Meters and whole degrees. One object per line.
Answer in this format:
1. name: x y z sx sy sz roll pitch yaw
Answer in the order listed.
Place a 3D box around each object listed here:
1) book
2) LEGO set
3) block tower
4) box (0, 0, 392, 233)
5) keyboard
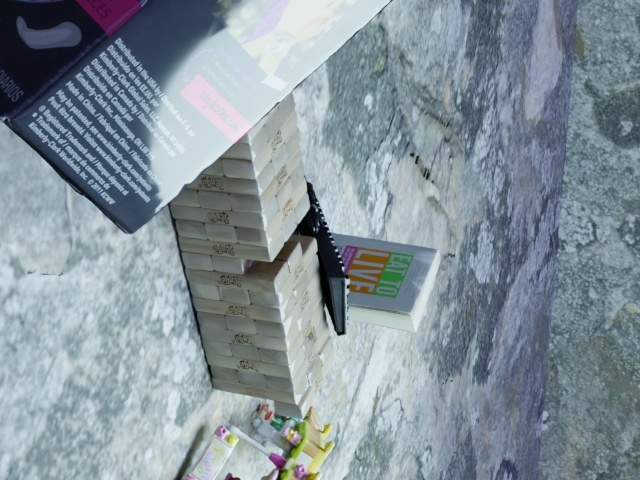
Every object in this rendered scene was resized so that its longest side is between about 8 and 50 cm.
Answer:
1. book: 0.046 0.040 1.215 0.035 0.144 0.096 73 33 -47
2. LEGO set: -0.065 0.219 1.123 0.132 0.107 0.287 -54 -177 37
3. block tower: -0.063 0.003 1.009 0.091 0.097 0.335 -57 146 -46
4. box: -0.081 -0.166 0.651 0.270 0.165 0.143 -43 150 -5
5. keyboard: 0.000 0.000 1.124 0.180 0.023 0.108 -112 -169 -52
